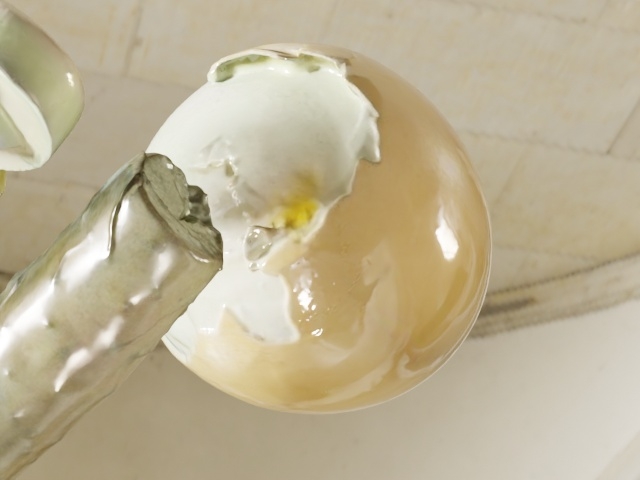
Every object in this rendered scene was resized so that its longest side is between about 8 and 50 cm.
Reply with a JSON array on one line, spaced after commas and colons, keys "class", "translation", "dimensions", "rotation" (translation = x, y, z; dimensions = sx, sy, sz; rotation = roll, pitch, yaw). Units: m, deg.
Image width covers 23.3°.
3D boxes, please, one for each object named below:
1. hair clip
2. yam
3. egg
[{"class": "hair clip", "translation": [-0.185, -0.061, 0.688], "dimensions": [0.218, 0.159, 0.071], "rotation": [2, -129, 36]}, {"class": "yam", "translation": [-0.157, 0.090, 0.662], "dimensions": [0.067, 0.317, 0.071], "rotation": [44, -163, -4]}, {"class": "egg", "translation": [0.000, 0.000, 0.873], "dimensions": [0.244, 0.201, 0.201], "rotation": [31, -152, -56]}]
